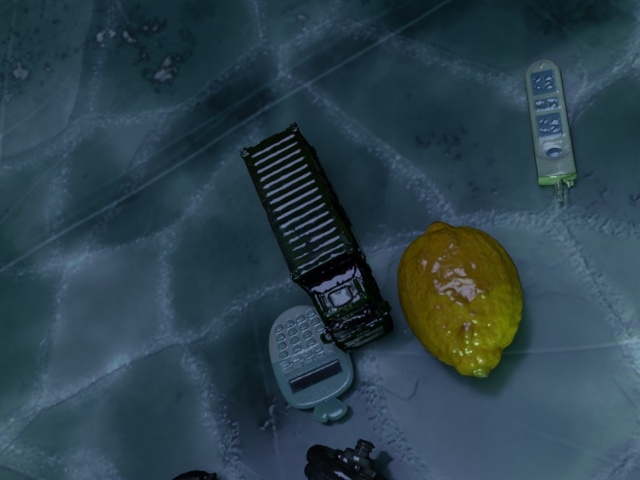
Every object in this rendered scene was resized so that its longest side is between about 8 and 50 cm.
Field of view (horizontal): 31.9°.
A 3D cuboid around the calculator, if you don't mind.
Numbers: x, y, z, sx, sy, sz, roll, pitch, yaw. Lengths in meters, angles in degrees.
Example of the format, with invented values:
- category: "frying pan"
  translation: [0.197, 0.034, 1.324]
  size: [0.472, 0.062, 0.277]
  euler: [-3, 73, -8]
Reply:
- category: "calculator"
  translation: [-0.010, 0.150, 1.354]
  size: [0.095, 0.021, 0.153]
  euler: [-25, 68, 6]

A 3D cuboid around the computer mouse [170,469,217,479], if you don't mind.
- category: "computer mouse"
  translation: [-0.176, 0.347, 1.323]
  size: [0.099, 0.057, 0.172]
  euler: [36, 74, 23]

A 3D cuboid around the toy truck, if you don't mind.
- category: "toy truck"
  translation: [0.000, 0.000, 1.336]
  size: [0.088, 0.121, 0.259]
  euler: [-27, 63, 6]

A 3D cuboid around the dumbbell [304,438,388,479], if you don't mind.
- category: "dumbbell"
  translation: [-0.007, 0.339, 1.258]
  size: [0.110, 0.110, 0.255]
  euler: [28, 89, 21]

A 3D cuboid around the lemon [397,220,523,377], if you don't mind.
- category: "lemon"
  translation: [0.161, 0.066, 1.271]
  size: [0.142, 0.142, 0.187]
  euler: [-18, 72, 9]

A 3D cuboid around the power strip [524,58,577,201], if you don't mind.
- category: "power strip"
  translation: [0.279, -0.137, 1.360]
  size: [0.047, 0.030, 0.191]
  euler: [-9, 71, 13]
